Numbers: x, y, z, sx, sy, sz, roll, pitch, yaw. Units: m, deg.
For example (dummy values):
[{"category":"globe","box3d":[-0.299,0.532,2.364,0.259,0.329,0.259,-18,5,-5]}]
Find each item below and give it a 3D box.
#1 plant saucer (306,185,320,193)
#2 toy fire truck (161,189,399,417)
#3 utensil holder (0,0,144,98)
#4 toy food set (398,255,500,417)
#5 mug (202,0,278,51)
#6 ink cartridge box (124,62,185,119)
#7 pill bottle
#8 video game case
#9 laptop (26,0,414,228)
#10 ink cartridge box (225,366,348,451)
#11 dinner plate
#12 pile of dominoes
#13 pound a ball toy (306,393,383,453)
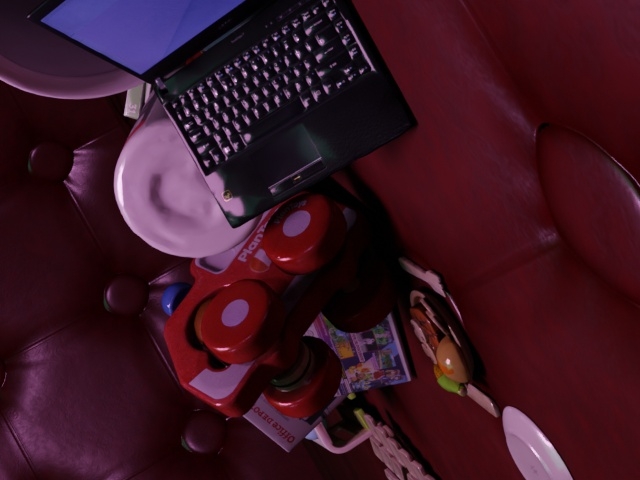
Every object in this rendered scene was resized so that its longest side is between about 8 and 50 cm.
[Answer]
[{"category":"plant saucer","box3d":[0.000,0.000,1.541,0.241,0.037,0.241,57,169,18]},{"category":"toy fire truck","box3d":[-0.073,0.062,1.331,0.254,0.302,0.169,21,160,46]},{"category":"utensil holder","box3d":[-0.311,-0.397,1.233,0.385,0.328,0.327,54,167,43]},{"category":"toy food set","box3d":[0.132,0.115,1.243,0.192,0.039,0.132,65,168,-20]},{"category":"mug","box3d":[-0.091,-0.251,1.081,0.097,0.129,0.158,59,178,3]},{"category":"ink cartridge box","box3d":[-0.232,-0.244,1.483,0.235,0.056,0.171,-63,-14,-70]},{"category":"pill bottle","box3d":[-0.143,-0.121,1.350,0.318,0.176,0.176,-88,-24,-65]},{"category":"video game case","box3d":[0.017,0.141,1.463,0.023,0.184,0.201,-96,-10,-46]},{"category":"laptop","box3d":[-0.090,-0.156,0.996,0.264,0.234,0.136,61,-149,-2]},{"category":"ink cartridge box","box3d":[-0.033,0.197,1.642,0.153,0.208,0.087,46,179,-38]},{"category":"dinner plate","box3d":[0.235,0.244,1.175,0.141,0.017,0.141,55,168,18]},{"category":"pile of dominoes","box3d":[0.175,0.405,1.826,0.251,0.040,0.196,40,157,40]},{"category":"pound a ball toy","box3d":[-0.016,0.286,2.048,0.208,0.136,0.319,60,169,-1]}]
